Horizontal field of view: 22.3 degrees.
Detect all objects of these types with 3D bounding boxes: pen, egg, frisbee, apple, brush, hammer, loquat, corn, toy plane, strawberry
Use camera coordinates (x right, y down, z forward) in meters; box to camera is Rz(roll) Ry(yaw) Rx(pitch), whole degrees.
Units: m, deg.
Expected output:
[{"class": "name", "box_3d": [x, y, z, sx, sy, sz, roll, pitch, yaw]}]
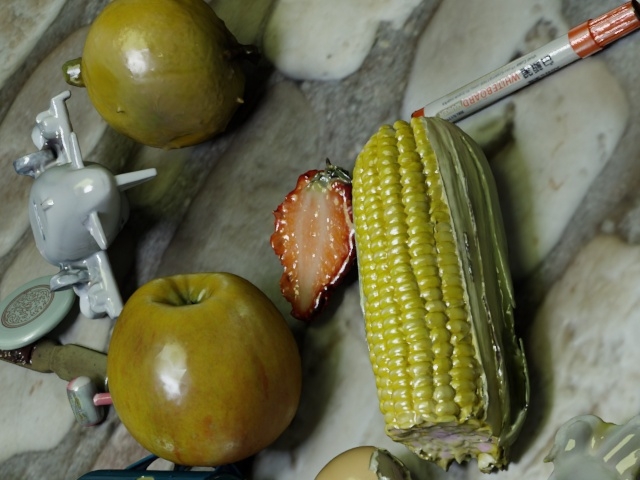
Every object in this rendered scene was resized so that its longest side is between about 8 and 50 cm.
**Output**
[{"class": "pen", "box_3d": [0.176, -0.146, 1.398, 0.239, 0.028, 0.028, -25, 53, 36]}, {"class": "egg", "box_3d": [0.029, 0.211, 1.321, 0.096, 0.080, 0.080, -30, 51, 25]}, {"class": "frisbee", "box_3d": [-0.315, 0.076, 1.763, 0.110, 0.014, 0.110, -22, 32, 15]}, {"class": "apple", "box_3d": [-0.105, 0.110, 1.440, 0.182, 0.182, 0.155, 11, 112, 48]}, {"class": "brush", "box_3d": [-0.298, 0.123, 1.742, 0.248, 0.036, 0.043, 11, 88, 47]}, {"class": "hammer", "box_3d": [-0.215, 0.160, 1.638, 0.083, 0.052, 0.031, -8, 23, 24]}, {"class": "loquat", "box_3d": [-0.167, -0.175, 1.650, 0.204, 0.172, 0.149, 0, 56, 20]}, {"class": "corn", "box_3d": [0.094, 0.041, 1.329, 0.123, 0.122, 0.305, -3, 63, -2]}, {"class": "toy plane", "box_3d": [-0.242, -0.034, 1.677, 0.245, 0.117, 0.244, 164, 90, -73]}, {"class": "strawberry", "box_3d": [0.002, 0.000, 1.490, 0.104, 0.048, 0.152, 12, 93, 41]}]

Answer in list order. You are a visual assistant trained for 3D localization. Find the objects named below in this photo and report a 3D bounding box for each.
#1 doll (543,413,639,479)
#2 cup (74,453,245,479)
[{"class": "doll", "box_3d": [0.125, 0.306, 1.128, 0.348, 0.161, 0.423, -29, 51, 16]}, {"class": "cup", "box_3d": [-0.132, 0.250, 1.452, 0.155, 0.131, 0.176, -9, 38, 38]}]
